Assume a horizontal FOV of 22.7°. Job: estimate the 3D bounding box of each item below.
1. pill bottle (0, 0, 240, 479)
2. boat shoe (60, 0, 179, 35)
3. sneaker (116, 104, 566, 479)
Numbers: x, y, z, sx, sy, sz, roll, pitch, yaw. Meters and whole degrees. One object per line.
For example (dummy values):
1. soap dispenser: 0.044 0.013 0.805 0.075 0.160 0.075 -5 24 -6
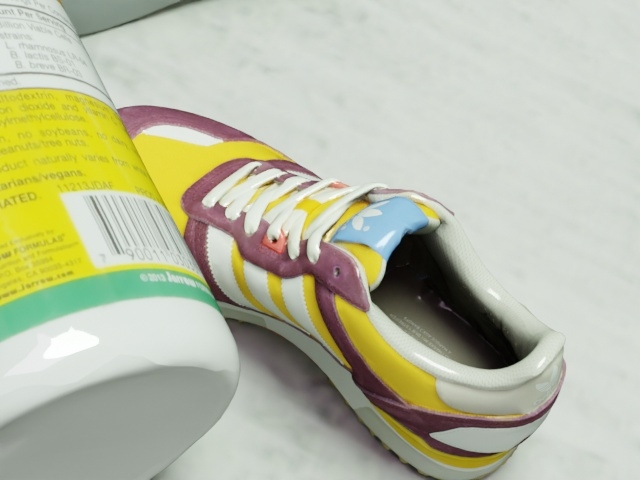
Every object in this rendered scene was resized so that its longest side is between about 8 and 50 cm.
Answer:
1. pill bottle: -0.118 -0.021 0.493 0.117 0.117 0.208 -20 66 -22
2. boat shoe: -0.022 -0.148 0.612 0.219 0.078 0.070 -20 67 -20
3. sneaker: 0.000 0.000 0.525 0.185 0.084 0.069 33 59 8
